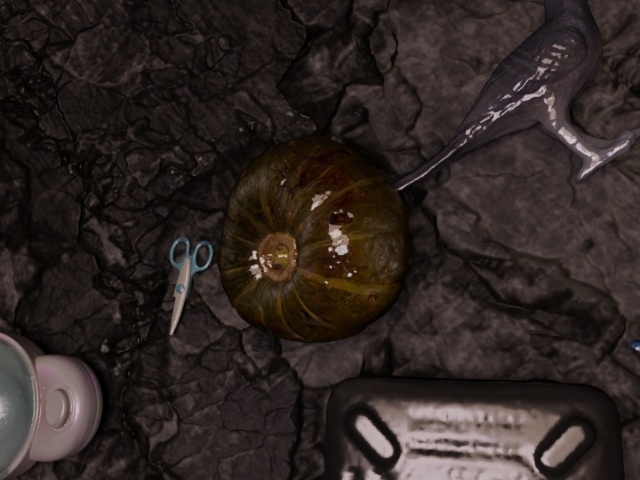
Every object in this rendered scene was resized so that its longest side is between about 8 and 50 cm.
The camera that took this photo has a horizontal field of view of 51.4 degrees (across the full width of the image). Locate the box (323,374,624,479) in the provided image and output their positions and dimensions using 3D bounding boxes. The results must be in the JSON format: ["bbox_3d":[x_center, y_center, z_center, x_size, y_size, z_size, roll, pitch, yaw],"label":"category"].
[{"bbox_3d":[0.144,0.278,0.647,0.289,0.073,0.289,0,79,13],"label":"box"}]

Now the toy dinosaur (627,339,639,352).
[{"bbox_3d":[0.391,0.102,0.616,0.144,0.076,0.329,-44,56,7],"label":"toy dinosaur"}]

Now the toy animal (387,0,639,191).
[{"bbox_3d":[0.234,-0.142,0.705,0.205,0.081,0.367,36,98,13],"label":"toy animal"}]

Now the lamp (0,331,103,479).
[{"bbox_3d":[-0.377,0.196,0.781,0.245,0.108,0.180,-3,83,14],"label":"lamp"}]

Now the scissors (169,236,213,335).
[{"bbox_3d":[-0.164,0.055,0.800,0.058,0.014,0.119,7,78,16],"label":"scissors"}]

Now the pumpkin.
[{"bbox_3d":[0.000,0.000,0.698,0.218,0.162,0.219,1,92,38],"label":"pumpkin"}]
